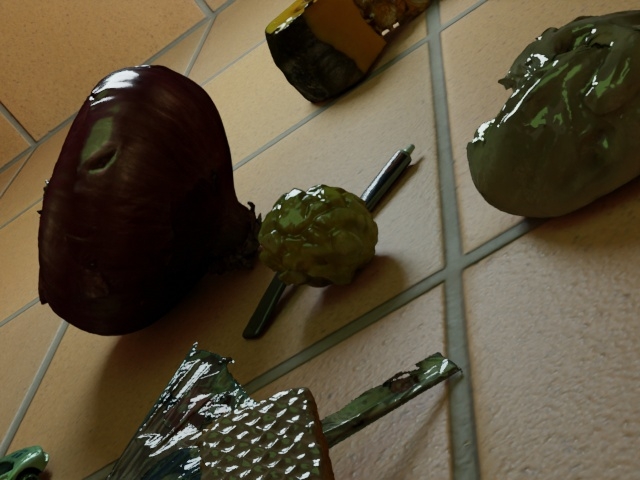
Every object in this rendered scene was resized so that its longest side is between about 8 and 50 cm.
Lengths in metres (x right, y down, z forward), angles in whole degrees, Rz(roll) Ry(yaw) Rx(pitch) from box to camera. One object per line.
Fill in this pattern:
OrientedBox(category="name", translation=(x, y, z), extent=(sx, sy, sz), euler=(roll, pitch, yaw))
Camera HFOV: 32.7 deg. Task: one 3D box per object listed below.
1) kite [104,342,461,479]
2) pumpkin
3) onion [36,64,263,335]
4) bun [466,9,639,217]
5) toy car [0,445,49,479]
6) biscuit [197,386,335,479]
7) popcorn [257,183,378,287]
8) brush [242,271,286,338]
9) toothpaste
OrientedBox(category="kite", translation=(-0.056, 0.173, 0.812), extent=(0.368, 0.014, 0.406), euler=(-28, 31, -15))
OrientedBox(category="pumpkin", translation=(0.050, -0.339, 1.652), extent=(0.280, 0.139, 0.190), euler=(-37, 17, 14))
OrientedBox(category="onion", translation=(-0.196, -0.036, 1.336), extent=(0.347, 0.285, 0.347), euler=(19, -90, -87))
OrientedBox(category="bun", translation=(0.225, -0.124, 0.950), extent=(0.237, 0.116, 0.210), euler=(-32, 21, 16))
OrientedBox(category="toy car", translation=(-0.374, 0.292, 1.192), extent=(0.093, 0.058, 0.186), euler=(-11, 35, 54))
OrientedBox(category="biscuit", translation=(-0.020, 0.223, 0.643), extent=(0.094, 0.054, 0.379), euler=(-18, 30, 2))
OrientedBox(category="popcorn", translation=(0.000, 0.000, 1.109), extent=(0.120, 0.116, 0.106), euler=(-34, -23, 5))
OrientedBox(category="brush", translation=(-0.029, 0.033, 1.192), extent=(0.034, 0.027, 0.190), euler=(-17, 37, 53))
OrientedBox(category="toothpaste", translation=(0.065, -0.058, 1.223), extent=(0.140, 0.021, 0.037), euler=(-51, 19, -20))
